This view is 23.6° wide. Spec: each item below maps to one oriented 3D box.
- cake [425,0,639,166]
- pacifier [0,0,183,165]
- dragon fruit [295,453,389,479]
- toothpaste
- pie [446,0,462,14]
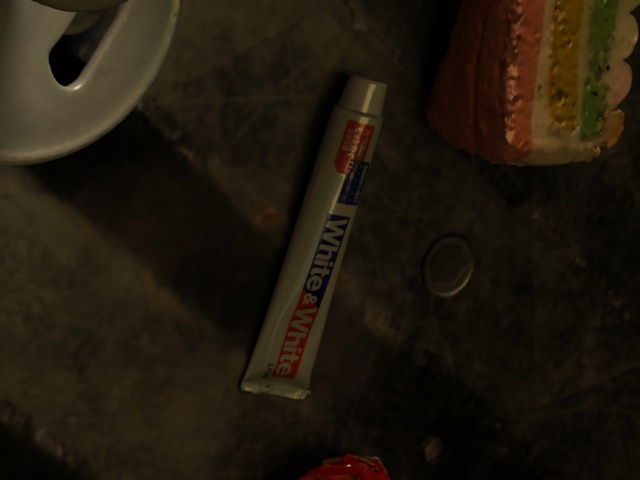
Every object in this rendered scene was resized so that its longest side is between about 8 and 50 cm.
[{"bbox_3d":[0.153,-0.146,0.950,0.109,0.090,0.225,-6,130,-30],"label":"cake"},{"bbox_3d":[-0.148,-0.164,0.720,0.279,0.207,0.227,36,78,-36],"label":"pacifier"},{"bbox_3d":[-0.019,0.219,1.003,0.190,0.094,0.094,-40,123,-11],"label":"dragon fruit"},{"bbox_3d":[0.000,0.000,0.981,0.052,0.033,0.218,10,104,-31],"label":"toothpaste"},{"bbox_3d":[0.103,-0.217,0.976,0.088,0.033,0.191,-18,119,-23],"label":"pie"}]
